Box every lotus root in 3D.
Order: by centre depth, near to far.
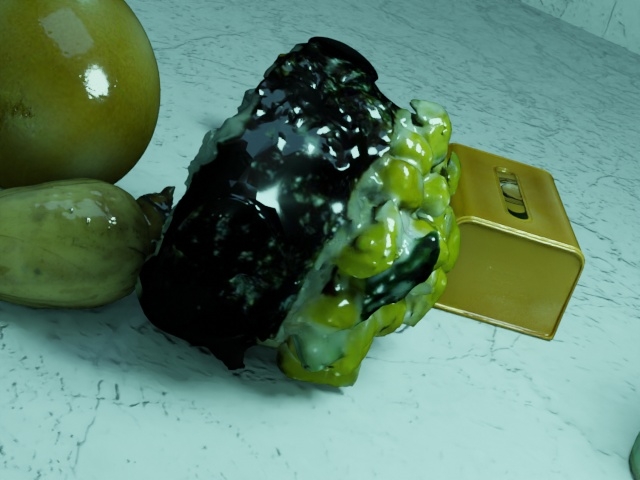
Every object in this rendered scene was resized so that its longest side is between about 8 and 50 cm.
[{"bbox_3d":[-0.274,0.005,1.097,0.256,0.140,0.154,-5,4,-21],"label":"lotus root"}]

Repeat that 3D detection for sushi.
[{"bbox_3d":[0.000,0.000,1.093,0.285,0.328,0.329,33,26,3],"label":"sushi"}]

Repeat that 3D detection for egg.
[{"bbox_3d":[-0.344,-0.199,1.282,0.282,0.283,0.351,-1,39,-35],"label":"egg"}]

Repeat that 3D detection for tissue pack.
[{"bbox_3d":[0.246,-0.008,1.465,0.194,0.145,0.274,18,27,-7],"label":"tissue pack"}]

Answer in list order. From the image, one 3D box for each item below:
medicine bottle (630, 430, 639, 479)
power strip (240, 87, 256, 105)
[{"bbox_3d":[0.514,0.121,1.087,0.235,0.406,0.236,16,26,-8],"label":"medicine bottle"},{"bbox_3d":[-0.021,-0.129,1.561,0.256,0.105,0.070,36,31,29],"label":"power strip"}]
